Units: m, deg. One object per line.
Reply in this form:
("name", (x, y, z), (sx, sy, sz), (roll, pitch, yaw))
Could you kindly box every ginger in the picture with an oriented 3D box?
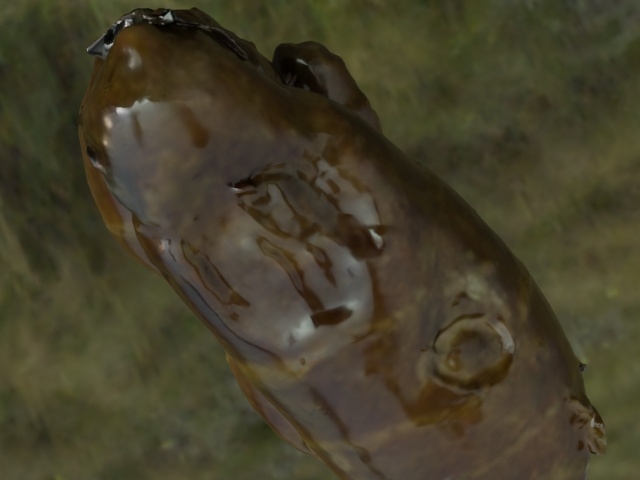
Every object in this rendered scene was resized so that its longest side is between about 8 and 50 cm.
("ginger", (0.000, 0.000, 0.415), (0.073, 0.162, 0.103), (-43, -154, -9))
